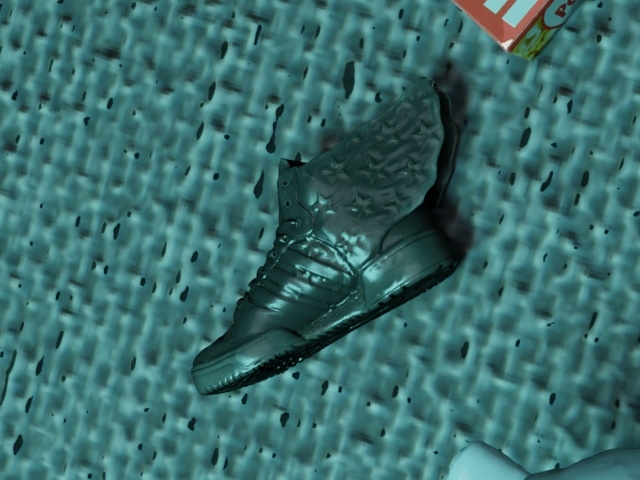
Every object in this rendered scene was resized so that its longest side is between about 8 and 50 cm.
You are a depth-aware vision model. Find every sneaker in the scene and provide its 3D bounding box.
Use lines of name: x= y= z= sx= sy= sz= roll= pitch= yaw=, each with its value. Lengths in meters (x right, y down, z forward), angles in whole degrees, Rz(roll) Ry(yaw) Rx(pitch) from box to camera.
sneaker: x=-0.001 y=0.000 z=0.893 sx=0.170 sy=0.051 sz=0.089 roll=-29 pitch=79 yaw=16

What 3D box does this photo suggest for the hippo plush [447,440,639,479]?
hippo plush: x=0.176 y=0.141 z=0.706 sx=0.236 sy=0.294 sz=0.234 roll=-37 pitch=54 yaw=27

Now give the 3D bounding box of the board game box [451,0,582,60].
board game box: x=0.101 y=-0.202 z=0.850 sx=0.147 sy=0.045 sz=0.193 roll=44 pitch=106 yaw=18
